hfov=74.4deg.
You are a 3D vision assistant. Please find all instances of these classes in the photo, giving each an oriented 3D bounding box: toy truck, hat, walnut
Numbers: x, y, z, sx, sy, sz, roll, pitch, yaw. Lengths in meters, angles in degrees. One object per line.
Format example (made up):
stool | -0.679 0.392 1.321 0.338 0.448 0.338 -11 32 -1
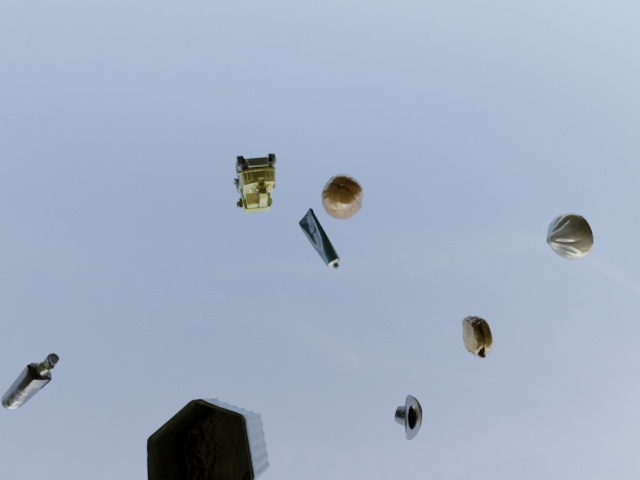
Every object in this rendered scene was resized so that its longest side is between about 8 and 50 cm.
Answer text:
toy truck | -0.205 -0.167 1.353 0.124 0.272 0.157 -7 -102 -14
hat | 0.229 0.471 1.123 0.121 0.050 0.121 8 -100 -54
walnut | 0.072 -0.140 1.380 0.144 0.180 0.144 -2 -99 11

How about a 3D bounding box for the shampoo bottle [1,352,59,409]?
shampoo bottle | -0.767 0.374 1.123 0.208 0.057 0.063 -43 -121 16

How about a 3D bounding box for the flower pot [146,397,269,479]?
flower pot | -0.235 0.466 0.920 0.239 0.189 0.209 14 -109 10

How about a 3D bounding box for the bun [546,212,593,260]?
bun | 0.680 -0.006 1.178 0.094 0.138 0.138 -14 -111 -3

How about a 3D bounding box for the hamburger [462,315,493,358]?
hamburger | 0.576 0.353 1.552 0.083 0.138 0.147 -7 -88 1

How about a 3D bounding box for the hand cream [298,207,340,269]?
hand cream | 0.000 0.000 1.371 0.048 0.083 0.224 -2 -129 -46
